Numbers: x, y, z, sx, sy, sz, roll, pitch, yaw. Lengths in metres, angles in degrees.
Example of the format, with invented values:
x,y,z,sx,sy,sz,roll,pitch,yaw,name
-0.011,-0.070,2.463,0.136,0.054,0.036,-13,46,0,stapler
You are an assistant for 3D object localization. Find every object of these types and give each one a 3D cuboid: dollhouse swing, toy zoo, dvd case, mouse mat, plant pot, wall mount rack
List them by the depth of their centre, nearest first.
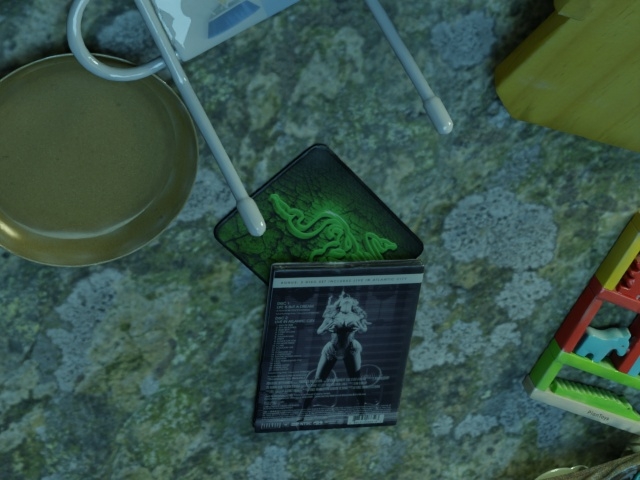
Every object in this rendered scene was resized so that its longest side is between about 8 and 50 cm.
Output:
x,y,z,sx,sy,sz,roll,pitch,yaw,name
-0.042,-0.194,1.655,0.350,0.130,0.304,-28,121,-3,wall mount rack
-0.237,-0.082,1.750,0.236,0.032,0.236,-7,123,-11,plant pot
0.368,-0.276,1.769,0.346,0.305,0.315,12,76,-21,dollhouse swing
0.000,0.000,1.878,0.152,0.007,0.189,-40,123,11,mouse mat
0.017,0.115,1.941,0.164,0.018,0.221,-2,125,-14,dvd case
0.380,0.083,2.012,0.192,0.030,0.293,19,115,-24,toy zoo

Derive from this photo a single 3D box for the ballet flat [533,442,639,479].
x,y,z,sx,sy,sz,roll,pitch,yaw,name
0.343,0.286,2.084,0.316,0.106,0.108,-11,116,-8,ballet flat
